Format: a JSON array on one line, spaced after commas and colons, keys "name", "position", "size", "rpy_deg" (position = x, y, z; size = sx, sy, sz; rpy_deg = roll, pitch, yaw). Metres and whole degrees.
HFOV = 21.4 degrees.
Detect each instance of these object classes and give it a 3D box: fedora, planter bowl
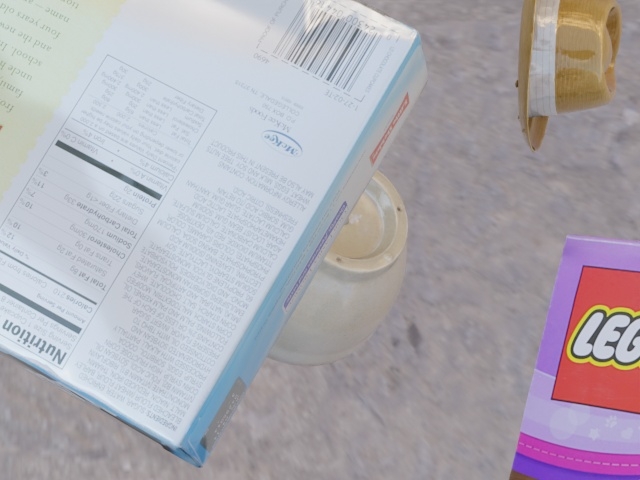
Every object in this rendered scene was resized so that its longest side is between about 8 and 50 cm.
[{"name": "fedora", "position": [0.220, -0.165, 1.479], "size": [0.079, 0.194, 0.194], "rpy_deg": [5, 99, 13]}, {"name": "planter bowl", "position": [0.000, 0.000, 1.276], "size": [0.162, 0.109, 0.162], "rpy_deg": [12, 60, -22]}]

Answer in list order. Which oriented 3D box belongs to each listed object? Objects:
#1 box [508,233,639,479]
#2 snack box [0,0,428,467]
[{"name": "box", "position": [0.168, 0.113, 0.380], "size": [0.057, 0.293, 0.200], "rpy_deg": [25, 76, -48]}, {"name": "snack box", "position": [-0.141, -0.067, 0.691], "size": [0.322, 0.060, 0.187], "rpy_deg": [28, 79, 13]}]
